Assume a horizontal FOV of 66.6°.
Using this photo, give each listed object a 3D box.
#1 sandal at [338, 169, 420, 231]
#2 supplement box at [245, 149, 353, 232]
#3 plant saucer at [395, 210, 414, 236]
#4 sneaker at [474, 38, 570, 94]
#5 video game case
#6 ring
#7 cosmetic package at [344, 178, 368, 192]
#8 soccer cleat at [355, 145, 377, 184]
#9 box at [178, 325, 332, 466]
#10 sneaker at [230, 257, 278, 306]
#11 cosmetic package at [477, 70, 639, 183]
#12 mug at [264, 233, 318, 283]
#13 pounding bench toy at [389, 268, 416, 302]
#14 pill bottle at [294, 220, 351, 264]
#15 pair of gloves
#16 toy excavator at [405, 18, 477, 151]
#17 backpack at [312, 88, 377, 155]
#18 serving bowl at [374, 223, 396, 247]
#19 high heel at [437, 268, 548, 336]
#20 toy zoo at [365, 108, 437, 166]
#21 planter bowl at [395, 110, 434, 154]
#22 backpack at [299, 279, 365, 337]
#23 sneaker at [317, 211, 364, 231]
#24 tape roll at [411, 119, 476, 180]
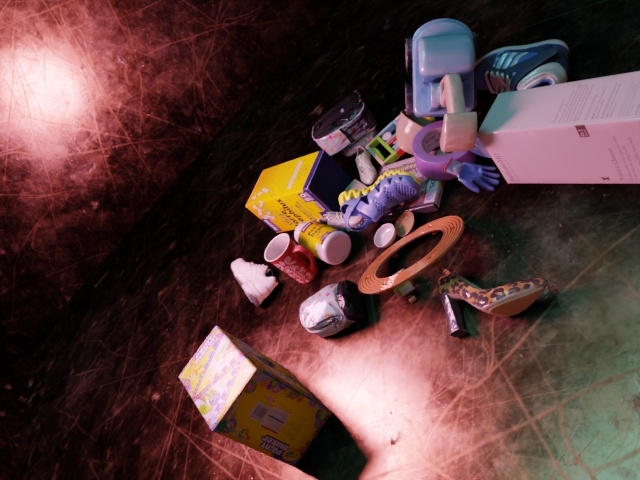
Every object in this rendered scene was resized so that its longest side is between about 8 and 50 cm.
[{"bbox_3d":[0.182,-0.116,1.547,0.317,0.126,0.138,-25,43,44],"label":"sandal"},{"bbox_3d":[-0.084,-0.181,1.897,0.357,0.194,0.195,-10,49,44],"label":"supplement box"},{"bbox_3d":[0.265,-0.050,1.513,0.083,0.015,0.083,-39,40,43],"label":"plant saucer"},{"bbox_3d":[0.589,-0.485,1.503,0.323,0.130,0.236,-4,49,40],"label":"sneaker"},{"bbox_3d":[0.288,-0.179,1.618,0.275,0.035,0.248,-11,48,43],"label":"video game case"},{"bbox_3d":[0.250,0.044,1.340,0.337,0.032,0.336,-37,9,7],"label":"ring"},{"bbox_3d":[0.142,-0.176,1.773,0.060,0.041,0.115,-46,33,3],"label":"cosmetic package"},{"bbox_3d":[0.164,-0.279,1.823,0.068,0.076,0.196,-32,37,23],"label":"soccer cleat"},{"bbox_3d":[-0.178,0.412,1.310,0.177,0.290,0.279,-54,33,-8],"label":"box"},{"bbox_3d":[-0.250,0.141,1.863,0.129,0.111,0.297,-36,36,-10],"label":"sneaker"},{"bbox_3d":[0.610,-0.256,1.173,0.385,0.217,0.156,5,59,52],"label":"cosmetic package"},{"bbox_3d":[-0.086,0.074,1.660,0.113,0.169,0.150,-53,34,-8],"label":"mug"},{"bbox_3d":[0.234,0.130,1.354,0.052,0.083,0.065,-36,4,14],"label":"pounding bench toy"},{"bbox_3d":[0.000,0.000,1.676,0.117,0.117,0.215,-54,38,-9],"label":"pill bottle"},{"bbox_3d":[0.459,-0.236,1.410,0.159,0.023,0.198,27,76,10],"label":"pair of gloves"},{"bbox_3d":[0.360,-0.453,1.409,0.223,0.445,0.432,-1,92,9],"label":"toy excavator"},{"bbox_3d":[0.096,-0.456,1.976,0.254,0.191,0.225,-30,34,14],"label":"backpack"},{"bbox_3d":[0.209,-0.011,1.538,0.083,0.027,0.083,-34,38,32],"label":"serving bowl"},{"bbox_3d":[0.393,0.097,1.158,0.261,0.093,0.186,-36,41,34],"label":"high heel"},{"bbox_3d":[0.313,-0.409,1.828,0.293,0.030,0.192,-41,34,11],"label":"toy zoo"},{"bbox_3d":[0.325,-0.360,1.674,0.109,0.162,0.162,-63,25,28],"label":"planter bowl"},{"bbox_3d":[0.030,0.207,1.445,0.182,0.115,0.151,-34,38,25],"label":"backpack"},{"bbox_3d":[0.069,-0.074,1.716,0.191,0.083,0.071,-21,40,33],"label":"sneaker"},{"bbox_3d":[0.385,-0.283,1.519,0.189,0.080,0.188,-12,50,15],"label":"tape roll"}]
